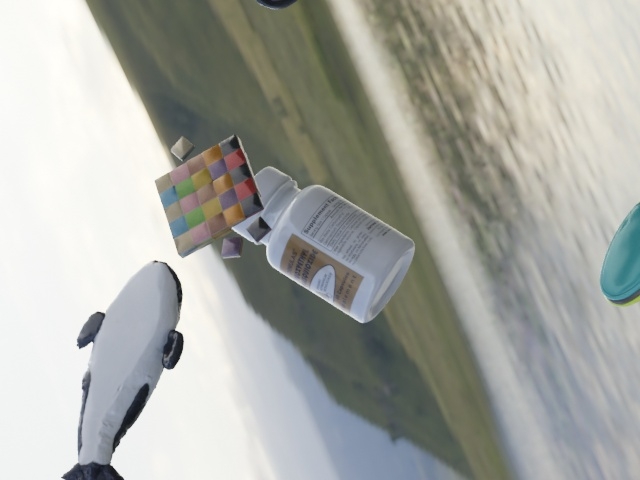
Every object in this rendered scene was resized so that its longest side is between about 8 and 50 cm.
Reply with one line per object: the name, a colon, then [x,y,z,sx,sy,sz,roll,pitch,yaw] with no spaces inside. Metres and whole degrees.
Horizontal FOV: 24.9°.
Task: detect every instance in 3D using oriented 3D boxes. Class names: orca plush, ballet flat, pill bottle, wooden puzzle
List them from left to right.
orca plush: [-0.215,0.174,1.764,0.102,0.151,0.287,45,-140,-54]
wooden puzzle: [-0.055,-0.022,0.721,0.006,0.049,0.083,46,-161,-53]
pill bottle: [0.000,0.000,1.959,0.229,0.131,0.131,32,174,14]
ballet flat: [0.346,-0.035,1.385,0.077,0.231,0.077,22,-177,-41]

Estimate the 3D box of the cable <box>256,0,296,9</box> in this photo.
cable: [-0.078,-0.361,1.347,0.287,0.139,0.072,58,173,-21]
